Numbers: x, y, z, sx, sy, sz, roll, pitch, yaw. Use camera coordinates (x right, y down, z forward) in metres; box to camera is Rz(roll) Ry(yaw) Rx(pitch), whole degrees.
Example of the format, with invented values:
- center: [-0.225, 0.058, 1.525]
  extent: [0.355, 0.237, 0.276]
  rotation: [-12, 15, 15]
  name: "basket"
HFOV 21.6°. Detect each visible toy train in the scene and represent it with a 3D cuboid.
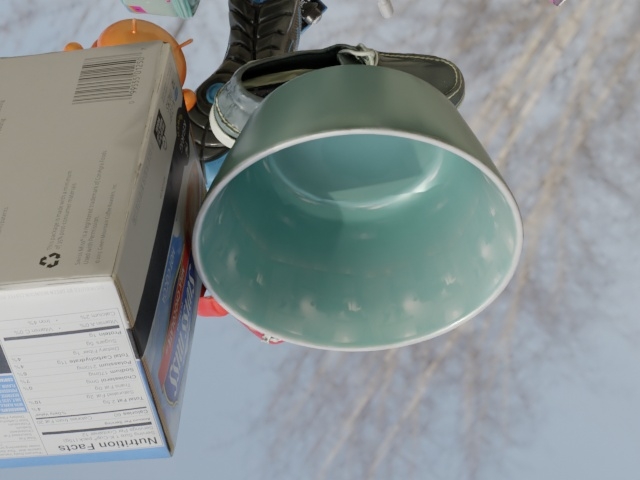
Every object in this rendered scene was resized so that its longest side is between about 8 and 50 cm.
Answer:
- center: [-0.070, -0.403, 2.649]
  extent: [0.184, 0.080, 0.105]
  rotation: [43, 174, 1]
  name: "toy train"

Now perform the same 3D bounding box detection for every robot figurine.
- center: [-0.256, -0.195, 2.147]
  extent: [0.158, 0.219, 0.128]
  rotation: [44, -147, 4]
  name: "robot figurine"

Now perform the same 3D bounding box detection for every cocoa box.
- center: [-0.245, 0.012, 1.557]
  extent: [0.231, 0.228, 0.347]
  rotation: [-5, -139, 9]
  name: "cocoa box"

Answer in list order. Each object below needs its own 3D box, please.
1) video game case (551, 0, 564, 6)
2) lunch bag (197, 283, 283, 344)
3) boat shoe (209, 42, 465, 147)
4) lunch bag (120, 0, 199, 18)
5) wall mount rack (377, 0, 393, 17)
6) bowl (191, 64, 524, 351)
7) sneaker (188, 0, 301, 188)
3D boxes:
- center: [0.174, -0.342, 1.597]
  extent: [0.232, 0.042, 0.210]
  rotation: [42, -147, -3]
  name: "video game case"
- center: [-0.051, 0.015, 2.100]
  extent: [0.120, 0.258, 0.293]
  rotation: [58, 170, -23]
  name: "lunch bag"
- center: [0.032, -0.173, 1.944]
  extent: [0.319, 0.099, 0.116]
  rotation: [-9, -118, -20]
  name: "boat shoe"
- center: [-0.184, -0.419, 2.027]
  extent: [0.108, 0.279, 0.224]
  rotation: [6, 167, 7]
  name: "lunch bag"
- center: [0.157, -0.418, 2.191]
  extent: [0.130, 0.350, 0.304]
  rotation: [48, 173, -10]
  name: "wall mount rack"
- center: [0.035, -0.050, 1.622]
  extent: [0.311, 0.311, 0.163]
  rotation: [23, -137, -22]
  name: "bowl"
- center: [-0.089, -0.208, 2.293]
  extent: [0.125, 0.340, 0.139]
  rotation: [12, 157, 16]
  name: "sneaker"
